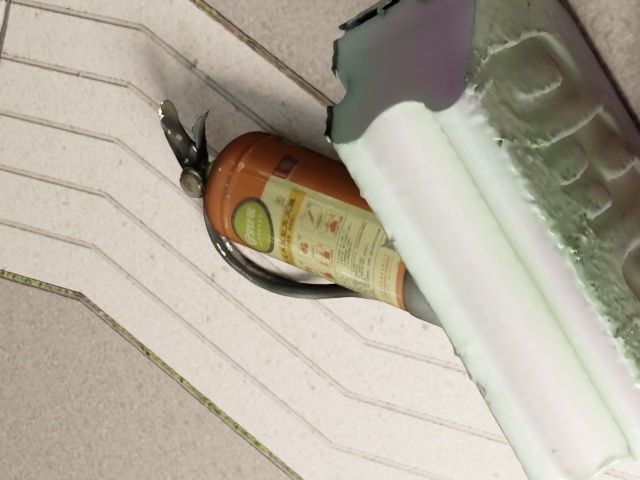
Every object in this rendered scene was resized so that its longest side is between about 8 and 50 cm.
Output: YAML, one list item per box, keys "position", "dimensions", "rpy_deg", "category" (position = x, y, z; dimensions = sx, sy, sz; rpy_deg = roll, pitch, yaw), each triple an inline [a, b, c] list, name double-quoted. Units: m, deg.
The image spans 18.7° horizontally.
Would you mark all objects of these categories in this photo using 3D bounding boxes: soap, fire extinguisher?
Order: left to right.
- position: [-0.006, 0.002, 1.904]
  dimensions: [0.376, 0.113, 0.200]
  rpy_deg: [24, 120, 25]
  category: "fire extinguisher"
- position: [0.183, -0.031, 1.696]
  dimensions: [0.156, 0.261, 0.446]
  rpy_deg: [-31, 91, 36]
  category: "soap"
